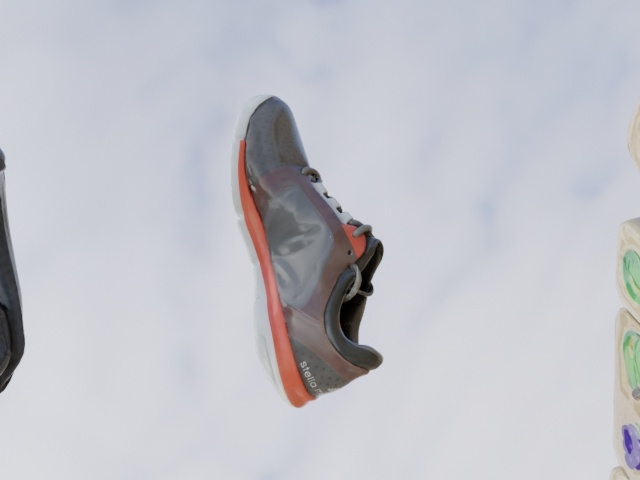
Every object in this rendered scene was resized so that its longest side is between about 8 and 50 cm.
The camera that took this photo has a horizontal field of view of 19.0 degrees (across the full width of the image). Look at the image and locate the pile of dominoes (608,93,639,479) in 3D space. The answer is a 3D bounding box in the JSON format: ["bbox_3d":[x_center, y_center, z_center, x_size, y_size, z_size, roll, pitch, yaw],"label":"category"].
[{"bbox_3d":[0.115,0.069,0.437,0.040,0.251,0.196,-15,-58,-15],"label":"pile of dominoes"}]

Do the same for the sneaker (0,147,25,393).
[{"bbox_3d":[-0.189,0.058,0.834,0.111,0.121,0.299,-14,-57,-32],"label":"sneaker"}]

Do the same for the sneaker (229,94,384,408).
[{"bbox_3d":[0.000,0.000,0.911,0.061,0.065,0.157,35,-138,-64],"label":"sneaker"}]
